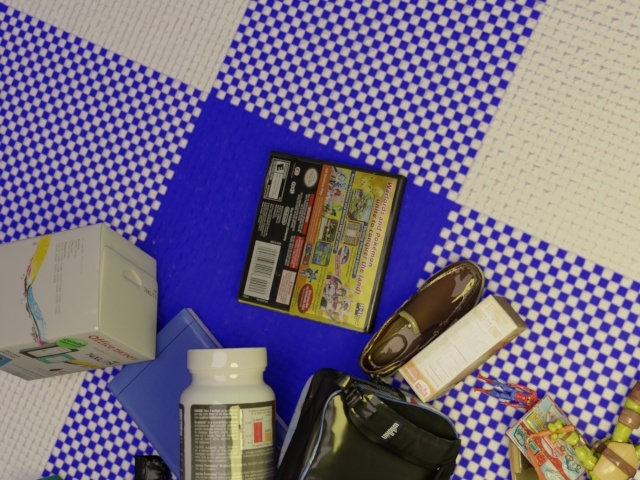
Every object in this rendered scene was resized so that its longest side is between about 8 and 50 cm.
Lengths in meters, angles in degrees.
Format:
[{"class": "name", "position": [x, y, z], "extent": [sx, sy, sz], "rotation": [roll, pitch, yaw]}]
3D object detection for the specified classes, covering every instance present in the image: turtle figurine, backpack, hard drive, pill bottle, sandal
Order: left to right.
[{"class": "hard drive", "position": [-0.209, 0.307, 1.732], "extent": [0.210, 0.040, 0.319], "rotation": [-44, 74, 10]}, {"class": "pill bottle", "position": [-0.150, 0.315, 1.604], "extent": [0.162, 0.162, 0.278], "rotation": [-3, 84, 18]}, {"class": "backpack", "position": [0.074, 0.337, 1.535], "extent": [0.263, 0.213, 0.276], "rotation": [18, 99, -20]}, {"class": "sandal", "position": [0.307, 0.419, 1.550], "extent": [0.079, 0.088, 0.240], "rotation": [-14, 71, 49]}, {"class": "turtle figurine", "position": [0.465, 0.336, 1.486], "extent": [0.269, 0.087, 0.217], "rotation": [41, 93, 13]}]

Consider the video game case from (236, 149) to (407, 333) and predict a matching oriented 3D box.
[{"class": "video game case", "position": [0.000, 0.000, 1.693], "extent": [0.248, 0.035, 0.275], "rotation": [12, 89, 19]}]

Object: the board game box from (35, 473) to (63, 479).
[{"class": "board game box", "position": [-0.510, 0.639, 1.782], "extent": [0.254, 0.079, 0.336], "rotation": [41, 98, 17]}]

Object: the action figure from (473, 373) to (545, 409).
[{"class": "action figure", "position": [0.305, 0.247, 1.577], "extent": [0.115, 0.030, 0.038], "rotation": [16, 85, 17]}]

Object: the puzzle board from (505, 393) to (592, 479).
[{"class": "puzzle board", "position": [0.362, 0.317, 1.525], "extent": [0.096, 0.011, 0.128], "rotation": [-38, 85, -19]}]

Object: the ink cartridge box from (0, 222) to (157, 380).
[{"class": "ink cartridge box", "position": [-0.450, 0.113, 1.722], "extent": [0.270, 0.198, 0.197], "rotation": [-11, 65, 17]}]

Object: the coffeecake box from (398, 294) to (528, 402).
[{"class": "coffeecake box", "position": [0.228, 0.170, 1.547], "extent": [0.185, 0.142, 0.068], "rotation": [-41, 74, 11]}]

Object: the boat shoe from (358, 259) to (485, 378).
[{"class": "boat shoe", "position": [0.164, 0.134, 1.595], "extent": [0.095, 0.095, 0.257], "rotation": [45, 99, 16]}]

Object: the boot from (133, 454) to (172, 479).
[{"class": "boot", "position": [-0.327, 0.433, 1.758], "extent": [0.121, 0.045, 0.099], "rotation": [4, 89, 11]}]
